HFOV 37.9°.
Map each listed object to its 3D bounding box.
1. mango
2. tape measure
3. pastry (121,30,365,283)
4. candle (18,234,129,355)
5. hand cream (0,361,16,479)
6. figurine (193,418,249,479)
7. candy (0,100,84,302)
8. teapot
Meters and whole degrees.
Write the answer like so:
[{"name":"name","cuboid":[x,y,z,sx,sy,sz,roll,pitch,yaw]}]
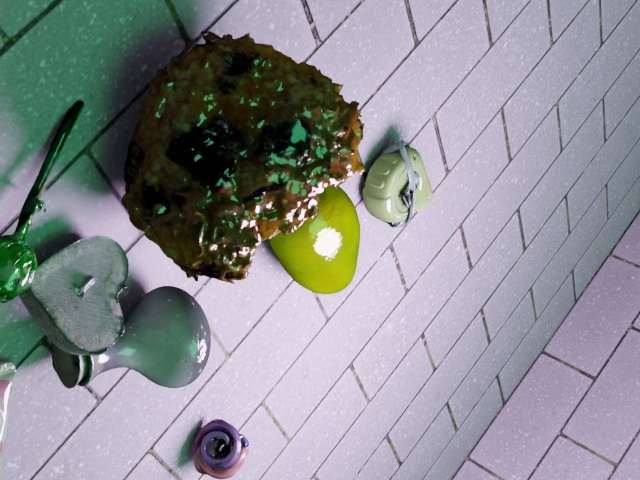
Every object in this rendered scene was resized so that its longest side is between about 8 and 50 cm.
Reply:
[{"name":"mango","cuboid":[0.000,0.000,1.910,0.192,0.156,0.343,-44,148,-12]},{"name":"tape measure","cuboid":[0.176,-0.121,2.108,0.175,0.106,0.200,-50,144,-25]},{"name":"pastry","cuboid":[-0.140,-0.140,1.469,0.405,0.292,0.337,-41,104,6]},{"name":"candle","cuboid":[-0.387,0.081,1.451,0.168,0.068,0.192,16,68,-32]},{"name":"hand cream","cuboid":[-0.553,0.345,1.469,0.147,0.093,0.306,-10,111,-51]},{"name":"figurine","cuboid":[-0.203,0.457,1.997,0.126,0.114,0.157,-22,148,3]},{"name":"candy","cuboid":[-0.418,-0.061,1.366,0.097,0.097,0.324,35,75,-57]},{"name":"teapot","cuboid":[-0.320,0.176,1.591,0.250,0.183,0.184,-6,119,-39]}]
